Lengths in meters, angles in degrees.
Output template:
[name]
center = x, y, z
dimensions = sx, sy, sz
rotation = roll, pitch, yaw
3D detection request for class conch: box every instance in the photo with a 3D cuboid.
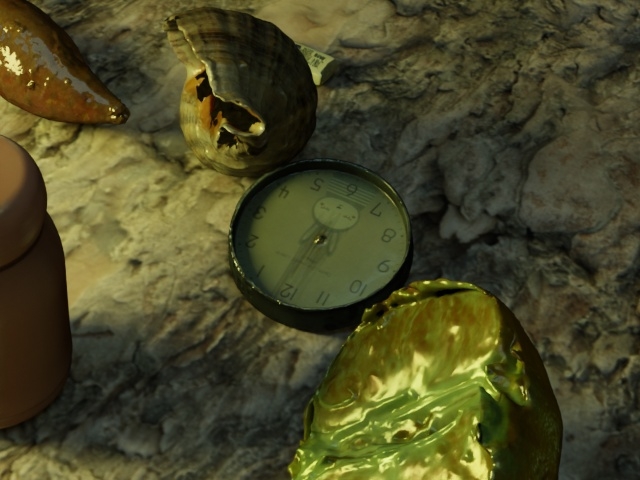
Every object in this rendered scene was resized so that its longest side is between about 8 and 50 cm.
[conch]
center = -0.079, -0.175, 1.435
dimensions = 0.158, 0.210, 0.291
rotation = -17, 12, -15

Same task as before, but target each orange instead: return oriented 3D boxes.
[orange]
center = 0.104, 0.201, 1.128
dimensions = 0.196, 0.262, 0.335
rotation = 32, 34, -15

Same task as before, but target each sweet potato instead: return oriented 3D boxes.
[sweet potato]
center = -0.368, -0.232, 1.537
dimensions = 0.336, 0.131, 0.131
rotation = 25, 49, 13

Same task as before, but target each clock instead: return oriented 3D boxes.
[clock]
center = 0.000, 0.000, 1.406
dimensions = 0.214, 0.042, 0.215
rotation = -1, 57, 1

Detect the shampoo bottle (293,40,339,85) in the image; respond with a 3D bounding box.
[shampoo bottle]
center = -0.046, -0.253, 1.665
dimensions = 0.141, 0.034, 0.049
rotation = 28, 57, 17

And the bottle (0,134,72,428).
[bottle]
center = -0.341, 0.026, 1.187
dimensions = 0.173, 0.297, 0.206
rotation = -32, 60, -30
